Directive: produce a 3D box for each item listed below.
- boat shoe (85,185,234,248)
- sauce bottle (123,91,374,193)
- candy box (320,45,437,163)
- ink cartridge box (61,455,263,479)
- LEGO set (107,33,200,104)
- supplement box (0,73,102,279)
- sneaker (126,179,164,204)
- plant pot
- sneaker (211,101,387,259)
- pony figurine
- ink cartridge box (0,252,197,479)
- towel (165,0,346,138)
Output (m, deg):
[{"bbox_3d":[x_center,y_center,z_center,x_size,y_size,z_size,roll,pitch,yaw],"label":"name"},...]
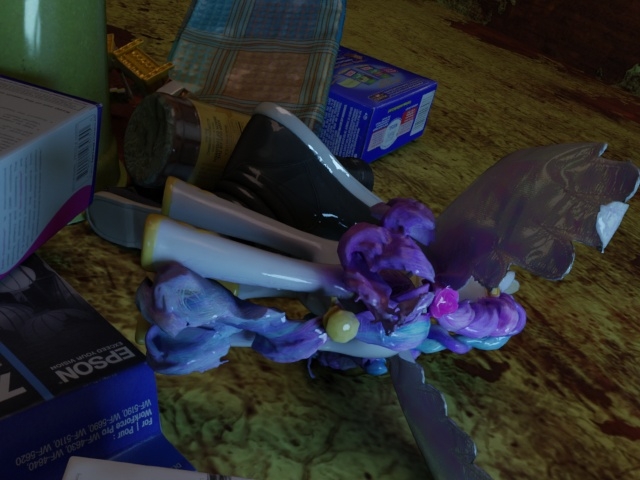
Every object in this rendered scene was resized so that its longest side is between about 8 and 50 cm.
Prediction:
[{"bbox_3d":[-0.154,-0.012,0.735,0.206,0.075,0.065,21,31,20],"label":"boat shoe"},{"bbox_3d":[-0.069,-0.093,0.850,0.344,0.111,0.111,8,25,-47],"label":"sauce bottle"},{"bbox_3d":[0.007,-0.267,1.229,0.317,0.122,0.268,29,32,21],"label":"candy box"},{"bbox_3d":[-0.059,0.189,0.384,0.180,0.104,0.060,11,27,-10],"label":"ink cartridge box"},{"bbox_3d":[-0.284,-0.208,0.975,0.287,0.107,0.132,8,53,14],"label":"LEGO set"},{"bbox_3d":[-0.283,-0.050,0.567,0.114,0.111,0.220,16,26,1],"label":"supplement box"},{"bbox_3d":[-0.199,-0.099,0.862,0.067,0.078,0.188,12,30,-8],"label":"sneaker"},{"bbox_3d":[-0.346,-0.190,0.768,0.276,0.254,0.276,12,28,-6],"label":"plant pot"},{"bbox_3d":[0.000,0.000,0.760,0.296,0.147,0.104,42,-15,-19],"label":"sneaker"},{"bbox_3d":[0.046,0.048,0.539,0.364,0.302,0.351,10,11,-10],"label":"pony figurine"},{"bbox_3d":[-0.253,0.086,0.518,0.333,0.065,0.165,33,32,28],"label":"ink cartridge box"},{"bbox_3d":[-0.109,-0.290,1.091,0.271,0.040,0.370,5,54,6],"label":"towel"}]
